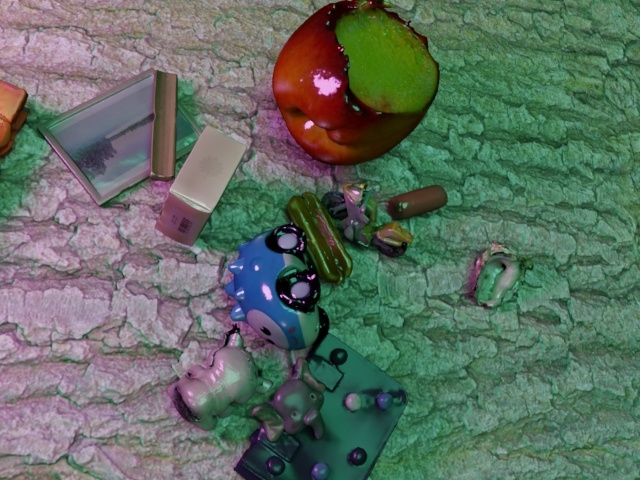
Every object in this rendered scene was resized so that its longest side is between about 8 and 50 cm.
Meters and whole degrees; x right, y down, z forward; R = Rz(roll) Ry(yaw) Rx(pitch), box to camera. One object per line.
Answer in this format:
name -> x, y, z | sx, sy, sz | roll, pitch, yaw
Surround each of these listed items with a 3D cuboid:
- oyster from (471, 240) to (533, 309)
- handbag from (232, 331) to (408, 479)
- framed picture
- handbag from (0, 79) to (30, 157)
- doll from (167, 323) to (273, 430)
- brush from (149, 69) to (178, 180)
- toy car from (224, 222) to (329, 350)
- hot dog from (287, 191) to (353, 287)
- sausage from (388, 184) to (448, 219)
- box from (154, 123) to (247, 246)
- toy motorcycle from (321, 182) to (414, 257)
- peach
oyster -> 0.437, 0.083, 1.557 | 0.191, 0.081, 0.163 | -2, 99, -20
handbag -> -0.002, 0.362, 1.265 | 0.269, 0.118, 0.325 | 37, 61, -4
framed picture -> -0.415, -0.228, 1.369 | 0.289, 0.016, 0.213 | -37, 87, -27
handbag -> -0.755, -0.158, 1.166 | 0.304, 0.116, 0.409 | 25, 65, -14
doll -> -0.194, 0.272, 1.232 | 0.192, 0.095, 0.149 | -37, 84, -25
brush -> -0.336, -0.245, 1.373 | 0.054, 0.048, 0.282 | 6, 62, -22
toy car -> -0.093, 0.101, 1.275 | 0.190, 0.188, 0.255 | -16, 55, -3
hot dog -> 0.000, 0.000, 1.420 | 0.092, 0.062, 0.235 | -18, 76, -25
sausage -> 0.238, -0.093, 1.543 | 0.154, 0.062, 0.062 | -17, 78, -24
box -> -0.243, -0.103, 1.280 | 0.095, 0.212, 0.168 | 30, 64, -10
toy motorcycle -> 0.113, -0.050, 1.442 | 0.229, 0.130, 0.094 | 35, 43, -6
peach -> 0.064, -0.343, 1.422 | 0.335, 0.310, 0.405 | 44, 47, -15
